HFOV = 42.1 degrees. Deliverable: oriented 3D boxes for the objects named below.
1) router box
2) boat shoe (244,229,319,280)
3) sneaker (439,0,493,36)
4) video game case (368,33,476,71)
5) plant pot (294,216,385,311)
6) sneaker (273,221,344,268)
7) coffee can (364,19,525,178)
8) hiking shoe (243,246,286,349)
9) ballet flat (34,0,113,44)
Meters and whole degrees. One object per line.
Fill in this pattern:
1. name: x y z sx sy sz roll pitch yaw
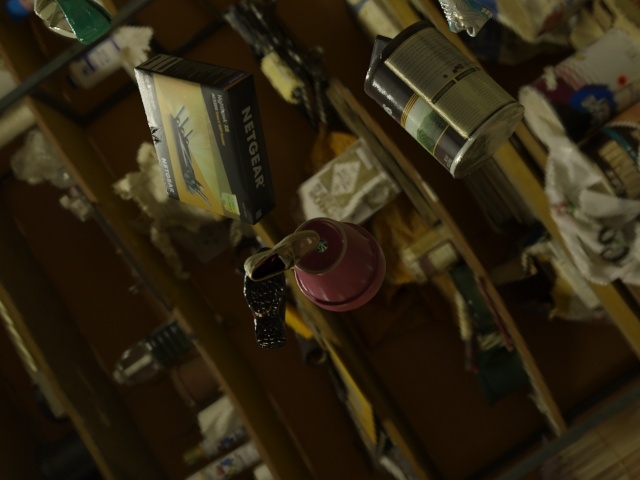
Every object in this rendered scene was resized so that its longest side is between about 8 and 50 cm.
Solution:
1. router box: -0.226 -0.201 1.659 0.243 0.081 0.308 18 134 31
2. boat shoe: -0.059 0.030 1.369 0.050 0.135 0.045 60 -178 -29
3. sneaker: 0.309 -0.520 1.891 0.191 0.083 0.071 19 -165 -35
4. video game case: 0.270 -0.457 2.284 0.274 0.026 0.196 16 153 3
5. plant pot: 0.023 0.038 1.808 0.201 0.201 0.180 58 -174 27
6. sneaker: 0.000 0.000 2.061 0.091 0.240 0.126 65 145 24
7. coffee can: 0.256 -0.294 1.736 0.275 0.201 0.201 47 -178 17
8. hiking shoe: -0.113 0.105 1.693 0.114 0.086 0.226 -104 12 -62
9. ballet flat: -0.466 -0.423 1.492 0.247 0.087 0.083 41 174 34
